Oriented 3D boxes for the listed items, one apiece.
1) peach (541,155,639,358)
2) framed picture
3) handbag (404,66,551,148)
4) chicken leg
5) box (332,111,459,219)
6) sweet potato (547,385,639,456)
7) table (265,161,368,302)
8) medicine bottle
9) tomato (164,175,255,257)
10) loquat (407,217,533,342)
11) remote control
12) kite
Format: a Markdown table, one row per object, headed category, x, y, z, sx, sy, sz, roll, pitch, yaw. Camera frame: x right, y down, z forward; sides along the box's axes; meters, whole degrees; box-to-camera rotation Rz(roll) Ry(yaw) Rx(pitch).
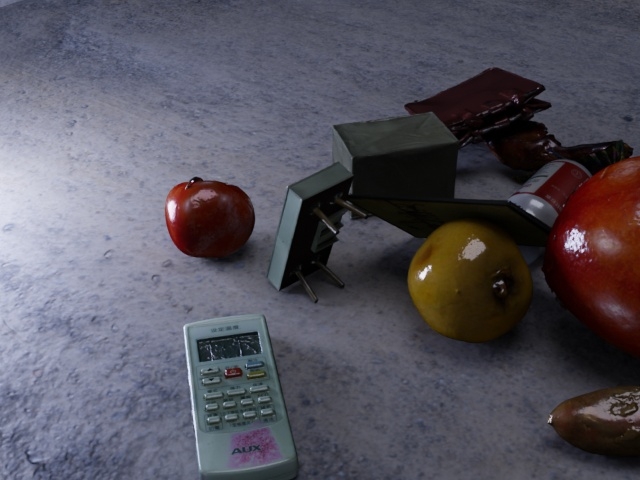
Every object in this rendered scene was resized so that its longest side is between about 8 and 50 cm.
| category | x | y | z | sx | sy | sz | roll | pitch | yaw |
| --- | --- | --- | --- | --- | --- | --- | --- | --- | --- |
| peach | 0.541 | 0.035 | 1.416 | 0.369 | 0.370 | 0.370 | -1 | 34 | 0 |
| framed picture | 0.239 | -0.035 | 1.576 | 0.338 | 0.014 | 0.255 | 5 | -13 | 40 |
| handbag | 0.348 | -0.296 | 2.024 | 0.260 | 0.084 | 0.275 | -23 | 21 | -6 |
| chicken leg | 0.479 | -0.201 | 1.941 | 0.158 | 0.096 | 0.407 | -34 | 30 | -23 |
| box | 0.151 | -0.160 | 1.871 | 0.231 | 0.149 | 0.155 | -9 | 36 | -12 |
| sweet potato | 0.519 | 0.266 | 1.282 | 0.385 | 0.109 | 0.109 | 5 | 35 | 7 |
| table | 0.000 | 0.000 | 1.575 | 0.121 | 0.240 | 0.111 | -29 | 61 | -33 |
| medicine bottle | 0.428 | -0.055 | 1.727 | 0.131 | 0.131 | 0.250 | 23 | 40 | 30 |
| tomato | -0.209 | -0.042 | 1.696 | 0.187 | 0.152 | 0.187 | 2 | -9 | 0 |
| loquat | 0.247 | 0.066 | 1.486 | 0.208 | 0.208 | 0.208 | -1 | 34 | 0 |
| remote control | -0.129 | 0.238 | 1.379 | 0.145 | 0.050 | 0.344 | -7 | 34 | -10 |
| kite | 0.540 | -0.134 | 1.837 | 0.233 | 0.321 | 0.016 | 26 | 70 | -22 |
